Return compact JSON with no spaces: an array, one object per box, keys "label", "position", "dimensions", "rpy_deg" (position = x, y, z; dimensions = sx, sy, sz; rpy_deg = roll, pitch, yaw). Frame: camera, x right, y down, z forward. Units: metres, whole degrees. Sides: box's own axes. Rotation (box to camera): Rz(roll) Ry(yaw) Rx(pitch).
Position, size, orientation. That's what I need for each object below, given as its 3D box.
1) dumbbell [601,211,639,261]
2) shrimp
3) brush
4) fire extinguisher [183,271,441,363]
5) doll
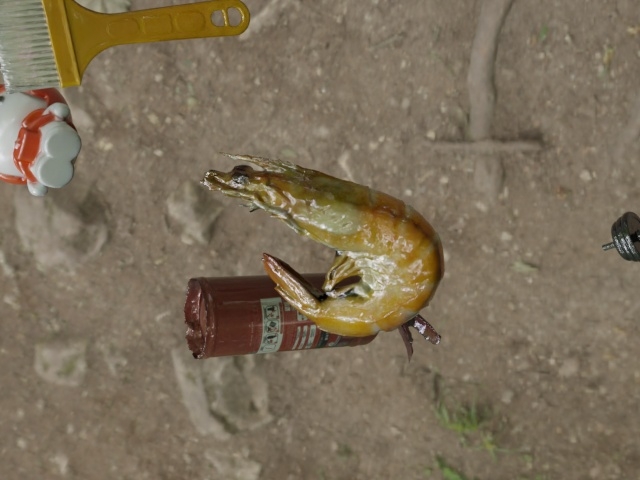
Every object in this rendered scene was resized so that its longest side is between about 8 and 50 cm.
[{"label":"dumbbell","position":[0.589,-0.020,1.308],"dimensions":[0.208,0.099,0.099],"rpy_deg":[-25,127,40]},{"label":"shrimp","position":[0.000,0.000,0.711],"dimensions":[0.249,0.068,0.150],"rpy_deg":[33,101,-7]},{"label":"brush","position":[-0.199,-0.224,0.793],"dimensions":[0.013,0.272,0.103],"rpy_deg":[19,120,61]},{"label":"fire extinguisher","position":[-0.001,0.109,0.997],"dimensions":[0.337,0.147,0.106],"rpy_deg":[-1,137,-23]},{"label":"doll","position":[-0.434,-0.158,1.107],"dimensions":[0.130,0.161,0.290],"rpy_deg":[6,-164,-43]}]
